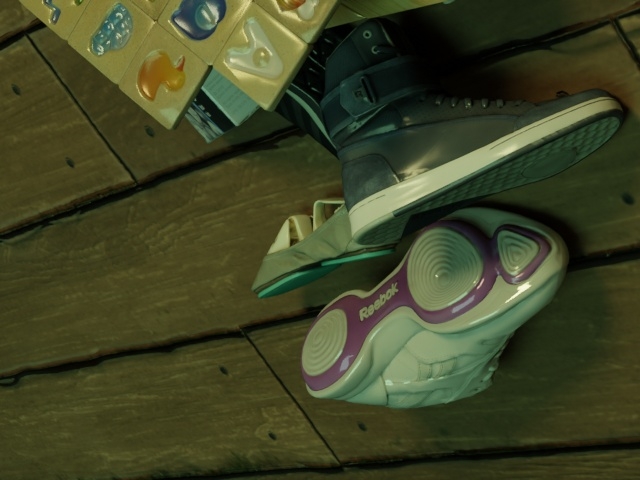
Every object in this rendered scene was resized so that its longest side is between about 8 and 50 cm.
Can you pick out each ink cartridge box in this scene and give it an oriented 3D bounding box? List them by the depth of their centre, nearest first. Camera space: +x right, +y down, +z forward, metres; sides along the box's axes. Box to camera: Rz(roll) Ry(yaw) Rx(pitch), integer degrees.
[{"bbox_3d":[-0.139,-0.177,1.460,0.208,0.045,0.206,49,172,-6],"label":"ink cartridge box"}]

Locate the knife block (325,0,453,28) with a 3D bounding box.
[{"bbox_3d":[-0.015,-0.277,1.243,0.275,0.088,0.242,-4,124,50],"label":"knife block"}]

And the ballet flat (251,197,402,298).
[{"bbox_3d":[0.000,0.000,1.568,0.213,0.072,0.068,-23,82,54],"label":"ballet flat"}]

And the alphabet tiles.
[{"bbox_3d":[-0.110,-0.259,1.226,0.342,0.011,0.285,41,108,22],"label":"alphabet tiles"}]

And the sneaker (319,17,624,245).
[{"bbox_3d":[0.104,-0.111,1.298,0.226,0.086,0.163,-21,71,18],"label":"sneaker"}]

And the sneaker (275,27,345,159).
[{"bbox_3d":[0.008,-0.124,1.419,0.234,0.084,0.097,44,169,4],"label":"sneaker"}]

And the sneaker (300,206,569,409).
[{"bbox_3d":[0.119,0.065,1.484,0.152,0.114,0.305,20,146,-31],"label":"sneaker"}]
